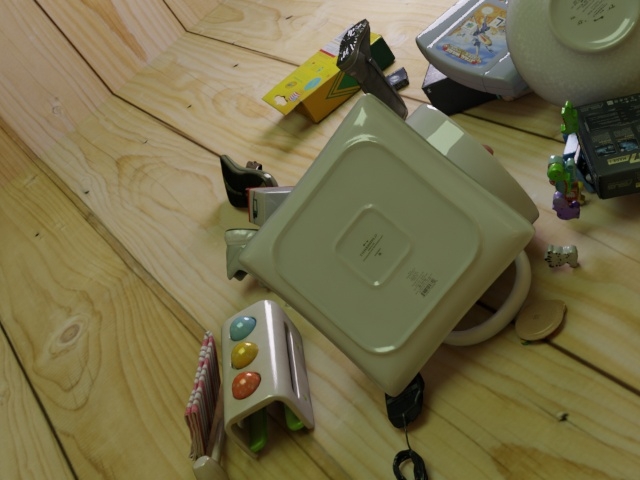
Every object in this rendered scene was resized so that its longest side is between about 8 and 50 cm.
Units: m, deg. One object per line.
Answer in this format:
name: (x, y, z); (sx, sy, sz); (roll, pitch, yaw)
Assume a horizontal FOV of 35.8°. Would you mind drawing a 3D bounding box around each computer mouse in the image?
computer mouse: (0.139, 0.287, 1.506); (0.071, 0.041, 0.242); (-33, 36, 26)

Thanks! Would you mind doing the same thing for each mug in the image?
mug: (0.183, 0.011, 1.646); (0.328, 0.276, 0.374); (-45, 60, 2)

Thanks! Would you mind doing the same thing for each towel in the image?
towel: (-0.212, 0.278, 1.777); (0.029, 0.144, 0.197); (3, 43, 4)

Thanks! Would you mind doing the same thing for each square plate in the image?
square plate: (0.088, 0.007, 1.524); (0.347, 0.344, 0.049); (-52, -13, 12)

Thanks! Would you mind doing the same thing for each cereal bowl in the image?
cereal bowl: (0.495, -0.402, 1.774); (0.339, 0.338, 0.141); (-27, -9, 17)

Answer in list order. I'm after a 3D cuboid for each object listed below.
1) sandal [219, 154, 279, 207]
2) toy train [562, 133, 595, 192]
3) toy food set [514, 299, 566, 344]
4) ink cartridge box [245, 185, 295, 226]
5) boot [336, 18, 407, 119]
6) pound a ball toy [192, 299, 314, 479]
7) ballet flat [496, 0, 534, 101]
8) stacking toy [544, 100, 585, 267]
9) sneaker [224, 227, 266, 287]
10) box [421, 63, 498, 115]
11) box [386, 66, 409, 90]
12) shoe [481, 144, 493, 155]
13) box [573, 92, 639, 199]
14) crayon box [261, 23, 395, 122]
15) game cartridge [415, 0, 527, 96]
sandal: (-0.159, -0.134, 2.351); (0.086, 0.120, 0.303); (-19, 24, -26)
toy train: (0.474, -0.162, 1.730); (0.105, 0.080, 0.184); (-19, 36, 45)
toy food set: (0.338, 0.124, 1.529); (0.083, 0.020, 0.083); (-16, 36, 32)
ink cartridge box: (-0.076, -0.073, 2.094); (0.134, 0.078, 0.231); (-3, 6, -14)
boot: (0.129, -0.378, 2.257); (0.076, 0.208, 0.189); (-22, 38, 44)
pound a ball toy: (-0.139, 0.263, 1.728); (0.208, 0.135, 0.319); (-30, 30, 12)
ballet flat: (0.438, -0.416, 2.102); (0.106, 0.107, 0.316); (-12, 48, 31)
stacking toy: (0.386, -0.085, 1.582); (0.052, 0.221, 0.167); (1, 45, 20)
sneaker: (-0.079, 0.040, 2.039); (0.263, 0.099, 0.121); (0, 83, 27)
box: (0.320, -0.367, 2.155); (0.156, 0.093, 0.158); (-16, 35, 32)
box: (0.173, -0.382, 2.407); (0.083, 0.018, 0.067); (-27, 31, 16)
shoe: (0.254, -0.139, 1.945); (0.178, 0.063, 0.081); (-10, 38, 30)
box: (0.541, -0.165, 1.591); (0.233, 0.059, 0.183); (-13, 42, 8)
crayon box: (0.016, -0.419, 2.563); (0.318, 0.081, 0.202); (-39, 30, -4)
game cartridge: (0.340, -0.405, 2.039); (0.198, 0.062, 0.297); (-39, 45, -14)
